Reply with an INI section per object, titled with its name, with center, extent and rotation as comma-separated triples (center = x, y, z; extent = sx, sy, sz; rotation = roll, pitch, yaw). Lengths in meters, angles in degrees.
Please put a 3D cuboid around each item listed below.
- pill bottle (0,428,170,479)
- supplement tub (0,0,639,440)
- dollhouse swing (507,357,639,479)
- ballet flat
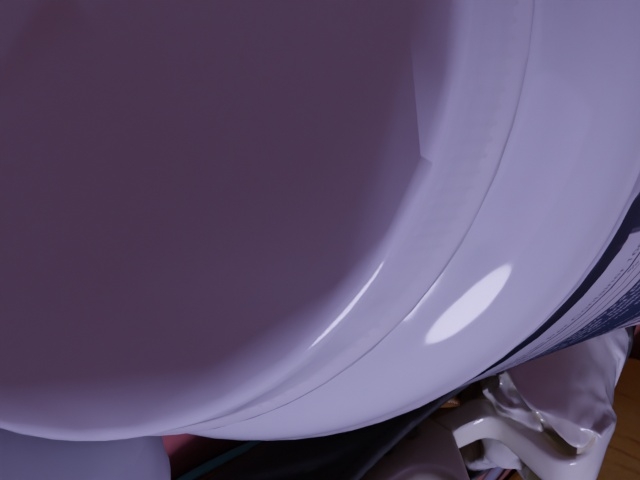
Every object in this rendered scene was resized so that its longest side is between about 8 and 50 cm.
[pill bottle]
center = -0.219, 0.163, 0.467
extent = 0.224, 0.224, 0.392
rotation = 6, 123, -50
[supplement tub]
center = 0.013, -0.057, 0.461
extent = 0.191, 0.191, 0.272
rotation = -58, 159, 19
[dollhouse swing]
center = 0.239, 0.264, 1.044
extent = 0.347, 0.315, 0.305
rotation = 31, 81, -57
[ballet flat]
center = 0.057, 0.088, 0.804
extent = 0.280, 0.096, 0.095
rotation = -34, 146, -16
